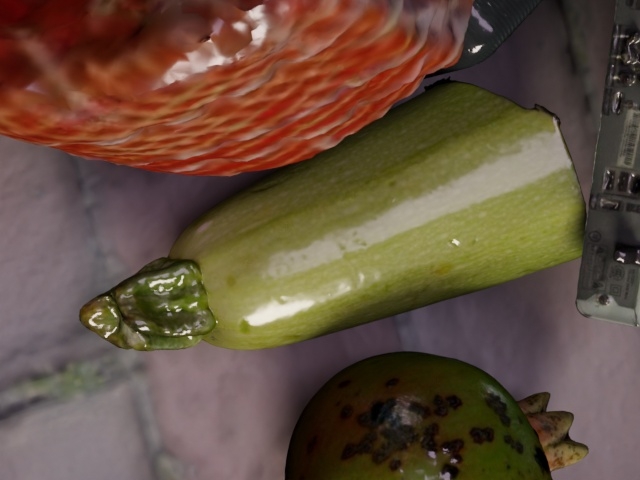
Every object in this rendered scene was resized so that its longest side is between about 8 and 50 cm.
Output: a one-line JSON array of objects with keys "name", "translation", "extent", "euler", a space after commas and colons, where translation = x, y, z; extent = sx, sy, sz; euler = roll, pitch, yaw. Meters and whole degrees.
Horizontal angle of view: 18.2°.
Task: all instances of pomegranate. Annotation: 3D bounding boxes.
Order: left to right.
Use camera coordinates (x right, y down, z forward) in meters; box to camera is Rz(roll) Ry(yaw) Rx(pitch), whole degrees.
[{"name": "pomegranate", "translation": [0.072, 0.138, 1.148], "extent": [0.205, 0.159, 0.159], "euler": [-17, 92, -43]}]

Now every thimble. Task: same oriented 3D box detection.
[{"name": "thimble", "translation": [-0.082, -0.199, 1.007], "extent": [0.350, 0.230, 0.350], "euler": [-3, 81, 19]}]

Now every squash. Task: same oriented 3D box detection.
[{"name": "squash", "translation": [-0.001, -0.002, 1.161], "extent": [0.287, 0.137, 0.137], "euler": [-20, 93, -4]}]

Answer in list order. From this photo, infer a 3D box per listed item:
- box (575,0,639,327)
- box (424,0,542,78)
[{"name": "box", "translation": [0.202, -0.096, 1.155], "extent": [0.045, 0.211, 0.270], "euler": [10, 103, 21]}, {"name": "box", "translation": [0.098, -0.188, 1.176], "extent": [0.090, 0.144, 0.201], "euler": [46, 73, -14]}]
